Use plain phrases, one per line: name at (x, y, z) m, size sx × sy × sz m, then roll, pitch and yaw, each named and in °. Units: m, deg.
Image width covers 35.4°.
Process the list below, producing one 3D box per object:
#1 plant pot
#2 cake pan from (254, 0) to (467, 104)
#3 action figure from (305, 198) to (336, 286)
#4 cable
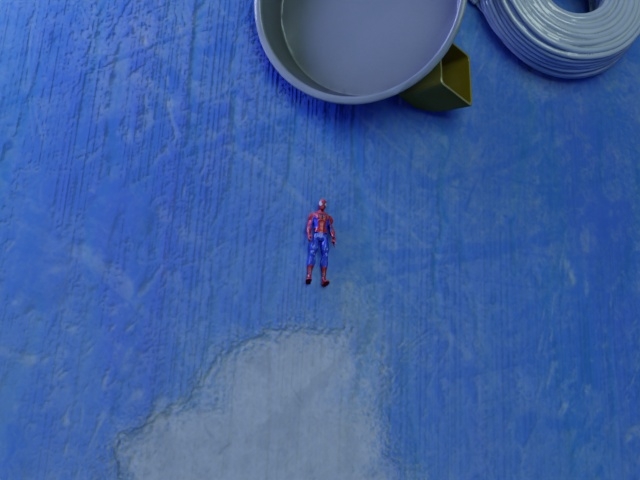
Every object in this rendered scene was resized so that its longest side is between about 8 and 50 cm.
plant pot at (0.152, -0.223, 1.385) m, size 0.081 × 0.083 × 0.082 m, roll 25°, pitch 57°, yaw -47°
cake pan at (0.056, -0.322, 1.343) m, size 0.293 × 0.054 × 0.293 m, roll -1°, pitch 85°, yaw 17°
action figure at (0.000, 0.000, 1.293) m, size 0.038 × 0.030 × 0.115 m, roll 6°, pitch 66°, yaw -8°
cable at (0.365, -0.370, 1.495) m, size 0.257 × 0.089 × 0.257 m, roll -30°, pitch 81°, yaw -19°
